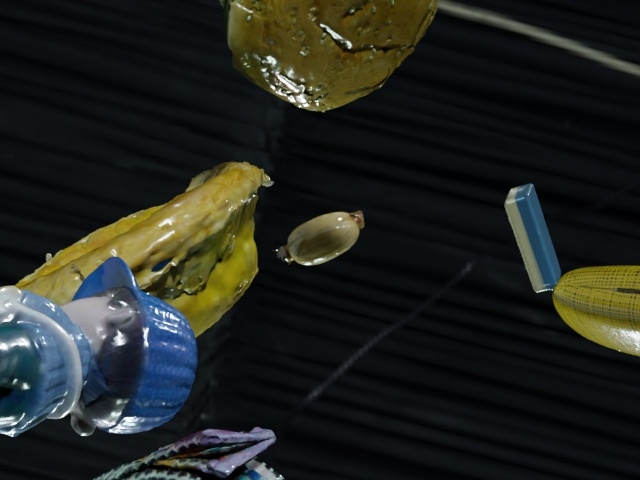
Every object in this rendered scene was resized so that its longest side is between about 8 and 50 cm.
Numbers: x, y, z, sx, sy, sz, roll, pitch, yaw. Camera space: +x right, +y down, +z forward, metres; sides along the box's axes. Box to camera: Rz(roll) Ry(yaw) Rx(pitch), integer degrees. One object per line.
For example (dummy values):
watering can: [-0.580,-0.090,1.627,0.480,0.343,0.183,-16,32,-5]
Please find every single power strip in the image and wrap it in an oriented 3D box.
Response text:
power strip: [0.248,-0.001,1.430,0.056,0.032,0.123,-50,121,-66]

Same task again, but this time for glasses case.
glasses case: [0.282,0.056,0.901,0.079,0.234,0.064,40,65,-41]

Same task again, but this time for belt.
belt: [-0.166,0.328,1.281,0.295,0.206,0.160,-31,174,18]

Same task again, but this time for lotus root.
lotus root: [0.000,0.000,1.847,0.073,0.150,0.062,-104,167,-45]

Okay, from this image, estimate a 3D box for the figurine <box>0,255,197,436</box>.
figurine: [-0.124,0.057,0.601,0.149,0.087,0.086,-4,112,-60]

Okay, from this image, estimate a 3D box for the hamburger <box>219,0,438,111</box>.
hamburger: [0.006,-0.285,1.412,0.265,0.285,0.134,-50,-129,16]

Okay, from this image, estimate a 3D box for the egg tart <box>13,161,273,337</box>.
egg tart: [-0.207,0.044,1.445,0.388,0.169,0.388,-32,-171,6]
